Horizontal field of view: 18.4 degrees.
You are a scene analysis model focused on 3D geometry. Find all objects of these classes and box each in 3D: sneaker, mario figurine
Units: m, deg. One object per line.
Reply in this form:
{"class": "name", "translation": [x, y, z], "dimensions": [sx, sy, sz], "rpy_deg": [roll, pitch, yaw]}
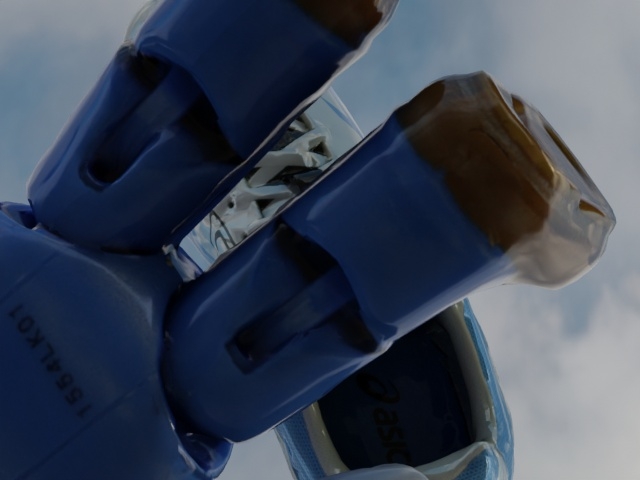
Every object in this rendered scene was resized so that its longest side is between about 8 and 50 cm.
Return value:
{"class": "sneaker", "translation": [0.000, 0.000, 0.669], "dimensions": [0.085, 0.237, 0.086], "rpy_deg": [-18, -26, -20]}
{"class": "mario figurine", "translation": [-0.082, 0.044, 0.545], "dimensions": [0.320, 0.198, 0.170], "rpy_deg": [-39, -43, 11]}
